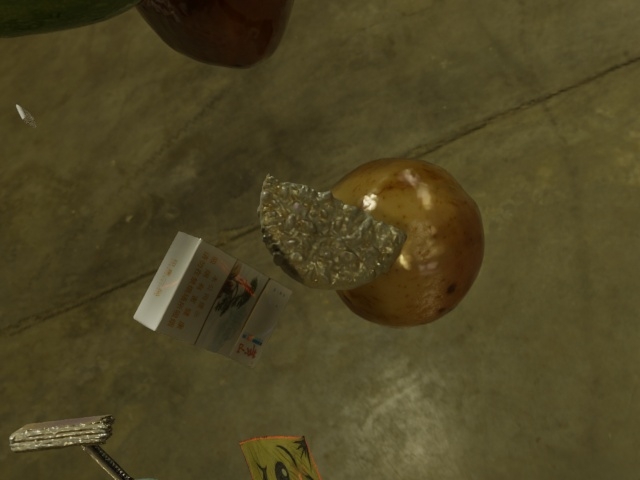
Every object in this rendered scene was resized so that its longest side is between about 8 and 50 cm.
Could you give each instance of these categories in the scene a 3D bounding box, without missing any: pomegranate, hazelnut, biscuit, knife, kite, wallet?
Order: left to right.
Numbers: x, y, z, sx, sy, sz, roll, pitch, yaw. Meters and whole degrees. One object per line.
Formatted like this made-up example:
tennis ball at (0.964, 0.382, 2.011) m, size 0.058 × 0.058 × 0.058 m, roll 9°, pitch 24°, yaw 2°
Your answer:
wallet at (-0.747, -0.316, 1.573) m, size 0.011 × 0.044 × 0.083 m, roll -45°, pitch 49°, yaw 2°
biscuit at (-0.645, 0.489, 1.562) m, size 0.239 × 0.108 × 0.061 m, roll -5°, pitch 86°, yaw -6°
knife at (-0.655, 0.732, 1.968) m, size 0.043 × 0.089 × 0.365 m, roll -44°, pitch 87°, yaw -2°
hazelnut at (-0.206, -0.518, 1.195) m, size 0.366 × 0.365 × 0.365 m, roll -14°, pitch 49°, yaw 16°
kite at (-0.050, 0.485, 1.171) m, size 0.013 × 0.327 × 0.378 m, roll -16°, pitch 39°, yaw -35°
biscuit at (0.000, 0.000, 1.142) m, size 0.179 × 0.281 × 0.084 m, roll -64°, pitch 5°, yaw 5°
pomegranate at (0.144, 0.010, 1.355) m, size 0.411 × 0.410 × 0.409 m, roll -14°, pitch 49°, yaw 16°

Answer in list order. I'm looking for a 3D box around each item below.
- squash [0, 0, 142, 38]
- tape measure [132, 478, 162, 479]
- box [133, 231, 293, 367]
squash at (-0.357, -0.405, 0.833) m, size 0.309 × 0.310 × 0.310 m, roll 5°, pitch 52°, yaw -1°
tape measure at (-0.486, 0.787, 1.675) m, size 0.275 × 0.147 × 0.256 m, roll -125°, pitch 53°, yaw -66°
box at (-0.160, 0.100, 0.979) m, size 0.067 × 0.233 × 0.149 m, roll 22°, pitch 81°, yaw 41°
